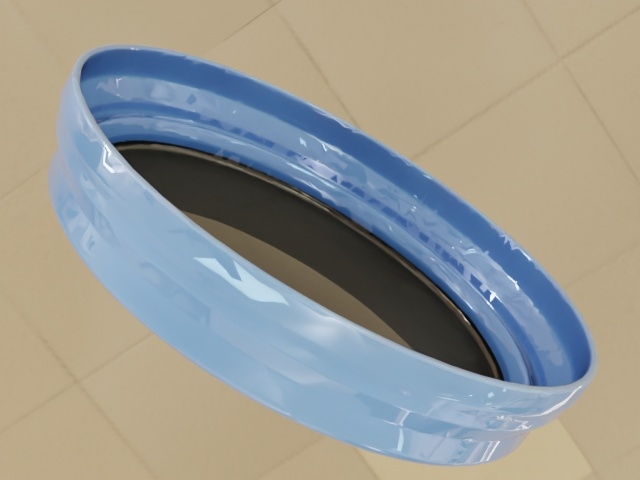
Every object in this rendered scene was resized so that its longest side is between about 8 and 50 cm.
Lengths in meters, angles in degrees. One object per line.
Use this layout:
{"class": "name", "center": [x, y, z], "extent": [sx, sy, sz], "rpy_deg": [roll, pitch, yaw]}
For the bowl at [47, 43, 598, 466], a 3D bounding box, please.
{"class": "bowl", "center": [0.000, 0.000, 0.700], "extent": [0.391, 0.391, 0.077], "rpy_deg": [29, 109, -7]}
